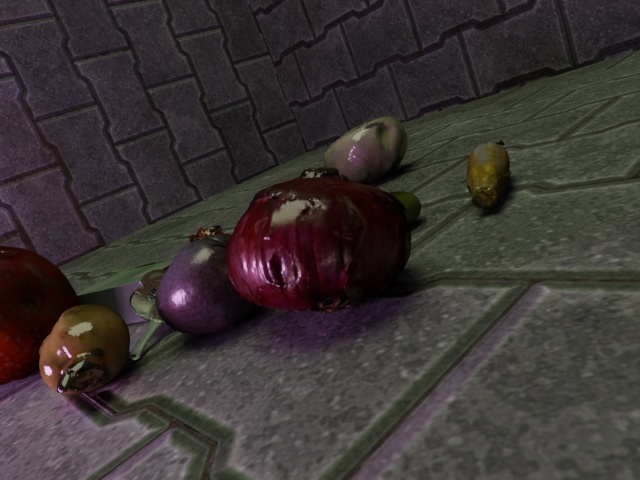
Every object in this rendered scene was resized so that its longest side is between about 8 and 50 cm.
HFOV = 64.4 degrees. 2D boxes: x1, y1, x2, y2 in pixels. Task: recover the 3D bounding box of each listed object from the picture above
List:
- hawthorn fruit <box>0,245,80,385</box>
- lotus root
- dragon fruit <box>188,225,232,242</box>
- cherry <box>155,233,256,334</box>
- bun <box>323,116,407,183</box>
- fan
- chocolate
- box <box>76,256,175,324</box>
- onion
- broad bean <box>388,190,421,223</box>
[{"bbox_3d":[-0.603,0.132,0.939,0.275,0.300,0.275,-9,37,7],"label":"hawthorn fruit"},{"bbox_3d":[-0.340,0.160,0.737,0.118,0.125,0.221,17,2,-27],"label":"lotus root"},{"bbox_3d":[-0.286,0.001,1.354,0.116,0.086,0.081,-21,-27,-31],"label":"dragon fruit"},{"bbox_3d":[-0.166,0.071,0.770,0.176,0.140,0.176,-46,4,5],"label":"cherry"},{"bbox_3d":[0.137,-0.252,1.503,0.273,0.168,0.273,-27,2,1],"label":"bun"},{"bbox_3d":[-0.270,0.125,0.874,0.152,0.008,0.227,10,35,4],"label":"fan"},{"bbox_3d":[0.290,-0.107,0.888,0.085,0.086,0.219,-15,19,27],"label":"chocolate"},{"bbox_3d":[-0.381,0.109,1.061,0.225,0.086,0.129,-14,15,31],"label":"box"},{"bbox_3d":[0.000,0.000,0.668,0.246,0.190,0.246,-5,6,1],"label":"onion"},{"bbox_3d":[0.094,-0.036,0.915,0.174,0.082,0.124,-18,10,-28],"label":"broad bean"}]
